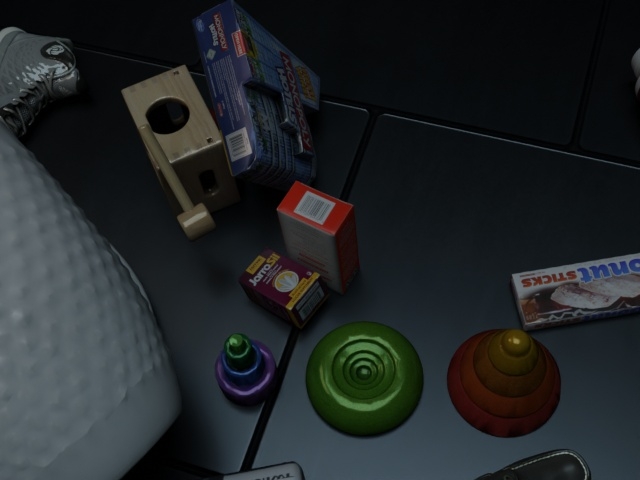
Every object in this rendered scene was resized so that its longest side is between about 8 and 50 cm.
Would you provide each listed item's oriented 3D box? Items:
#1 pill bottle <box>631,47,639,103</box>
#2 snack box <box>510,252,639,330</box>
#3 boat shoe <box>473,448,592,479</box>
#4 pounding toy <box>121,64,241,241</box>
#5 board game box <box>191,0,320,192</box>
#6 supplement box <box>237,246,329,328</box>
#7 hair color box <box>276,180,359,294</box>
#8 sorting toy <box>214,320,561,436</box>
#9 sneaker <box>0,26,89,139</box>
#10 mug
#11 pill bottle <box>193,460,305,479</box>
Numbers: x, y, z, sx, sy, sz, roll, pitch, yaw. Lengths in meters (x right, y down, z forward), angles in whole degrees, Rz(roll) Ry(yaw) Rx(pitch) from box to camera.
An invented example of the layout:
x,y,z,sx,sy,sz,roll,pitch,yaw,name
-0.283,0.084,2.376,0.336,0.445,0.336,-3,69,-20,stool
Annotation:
x,y,z,sx,sy,sz,roll,pitch,yaw,name
0.429,-0.166,1.048,0.086,0.086,0.152,-12,60,-2,pill bottle
0.305,0.054,0.972,0.178,0.022,0.064,-9,59,0,snack box
0.166,0.264,0.837,0.224,0.073,0.080,-26,62,-9,boat shoe
-0.144,-0.095,1.002,0.094,0.181,0.206,-24,62,-9,pounding toy
-0.054,-0.159,1.042,0.060,0.194,0.194,-21,77,25,board game box
-0.041,0.052,0.981,0.083,0.043,0.055,25,66,34,supplement box
0.000,0.000,0.959,0.072,0.141,0.043,25,65,17,hair color box
0.068,0.121,0.897,0.366,0.126,0.127,1,61,4,sorting toy
-0.369,-0.183,1.127,0.132,0.086,0.228,4,60,4,sneaker
-0.284,0.078,0.840,0.276,0.374,0.328,-41,93,20,mug
-0.128,0.290,0.815,0.246,0.130,0.130,-10,61,-1,pill bottle
